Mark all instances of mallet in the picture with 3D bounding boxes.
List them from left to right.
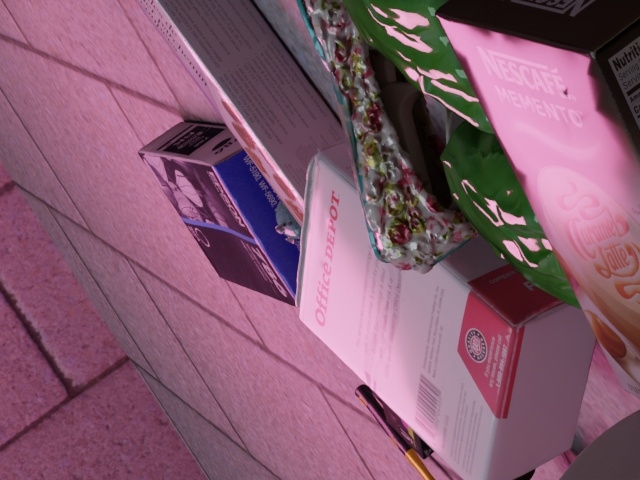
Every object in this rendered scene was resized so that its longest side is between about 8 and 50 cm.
[{"bbox_3d":[0.095,0.227,1.889,0.189,0.039,0.062,50,163,32],"label":"mallet"}]

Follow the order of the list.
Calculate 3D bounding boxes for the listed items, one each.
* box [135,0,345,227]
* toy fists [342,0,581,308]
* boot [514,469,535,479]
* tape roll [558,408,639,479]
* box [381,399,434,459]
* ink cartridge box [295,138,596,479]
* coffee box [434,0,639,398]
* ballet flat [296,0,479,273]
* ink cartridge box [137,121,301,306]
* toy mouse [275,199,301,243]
[{"bbox_3d":[-0.057,-0.129,1.462,0.324,0.067,0.063,53,166,-1],"label":"box"},{"bbox_3d":[0.109,-0.072,1.003,0.279,0.096,0.142,59,175,-27],"label":"toy fists"},{"bbox_3d":[0.122,0.113,1.421,0.219,0.082,0.106,60,167,-18],"label":"boot"},{"bbox_3d":[0.236,0.219,0.969,0.246,0.246,0.169,43,162,37],"label":"tape roll"},{"bbox_3d":[0.098,0.128,1.531,0.052,0.083,0.062,45,163,31],"label":"box"},{"bbox_3d":[0.083,0.042,1.268,0.218,0.092,0.158,41,140,36],"label":"ink cartridge box"},{"bbox_3d":[0.172,-0.026,0.888,0.246,0.098,0.141,60,164,-25],"label":"coffee box"},{"bbox_3d":[0.048,-0.099,1.153,0.077,0.091,0.241,-15,95,30],"label":"ballet flat"},{"bbox_3d":[-0.067,-0.027,1.745,0.165,0.065,0.333,58,165,-15],"label":"ink cartridge box"},{"bbox_3d":[0.000,0.000,1.554,0.161,0.031,0.143,20,-139,-59],"label":"toy mouse"}]
